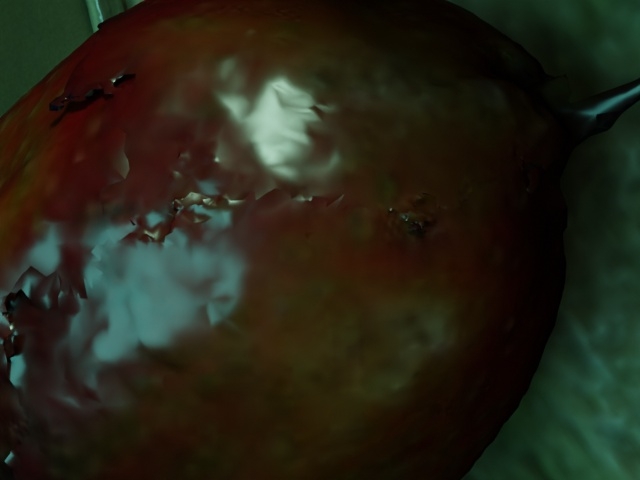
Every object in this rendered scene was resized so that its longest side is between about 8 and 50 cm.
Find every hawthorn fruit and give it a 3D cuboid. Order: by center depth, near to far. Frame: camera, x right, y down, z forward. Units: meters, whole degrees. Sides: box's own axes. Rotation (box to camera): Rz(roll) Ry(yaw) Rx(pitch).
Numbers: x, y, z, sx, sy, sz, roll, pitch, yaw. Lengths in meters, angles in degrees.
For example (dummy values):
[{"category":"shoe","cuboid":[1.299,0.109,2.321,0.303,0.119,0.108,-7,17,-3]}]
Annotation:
[{"category":"hawthorn fruit","cuboid":[0.000,0.000,0.392,0.235,0.181,0.181,-33,84,19]}]

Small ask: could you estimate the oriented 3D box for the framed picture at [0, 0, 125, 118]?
[{"category":"framed picture","cuboid":[-0.146,-0.127,0.535,0.150,0.015,0.203,-7,100,36]}]
